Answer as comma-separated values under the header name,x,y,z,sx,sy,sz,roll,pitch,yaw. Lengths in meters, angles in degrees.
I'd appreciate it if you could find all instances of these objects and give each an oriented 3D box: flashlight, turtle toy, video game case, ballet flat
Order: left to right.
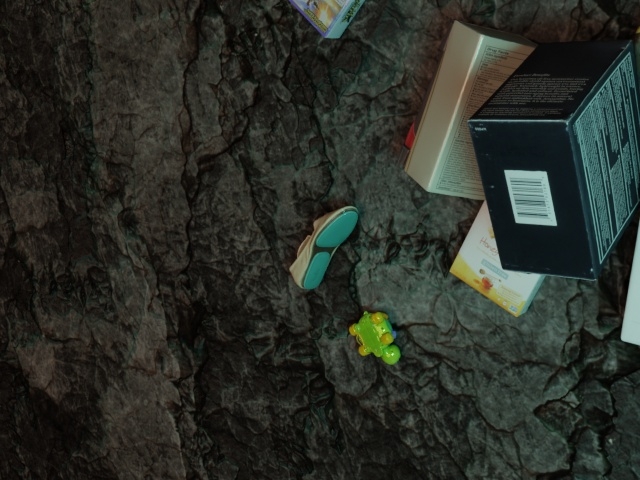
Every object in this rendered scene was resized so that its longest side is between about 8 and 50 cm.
name,x,y,z,sx,sy,sz,roll,pitch,yaw
ballet flat,0.000,0.000,2.205,0.086,0.086,0.248,44,122,21
video game case,0.006,-0.606,2.080,0.269,0.061,0.244,49,122,18
turtle toy,0.129,0.212,2.157,0.095,0.066,0.130,-31,82,38
flashlight,0.246,-0.272,1.952,0.103,0.103,0.304,23,114,4

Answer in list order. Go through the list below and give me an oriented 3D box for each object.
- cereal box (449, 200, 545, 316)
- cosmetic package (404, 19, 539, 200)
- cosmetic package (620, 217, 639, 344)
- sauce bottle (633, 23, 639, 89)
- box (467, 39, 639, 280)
name,x,y,z,sx,sy,sz,roll,pitch,yaw
cereal box,0.377,0.005,1.944,0.173,0.047,0.240,35,118,26
cosmetic package,0.291,-0.241,1.867,0.113,0.160,0.309,50,127,56
cosmetic package,0.668,-0.033,1.655,0.230,0.161,0.453,14,108,34
sauce bottle,0.598,-0.366,1.666,0.111,0.111,0.344,34,119,26
box,0.410,-0.139,1.652,0.183,0.294,0.296,6,127,37
